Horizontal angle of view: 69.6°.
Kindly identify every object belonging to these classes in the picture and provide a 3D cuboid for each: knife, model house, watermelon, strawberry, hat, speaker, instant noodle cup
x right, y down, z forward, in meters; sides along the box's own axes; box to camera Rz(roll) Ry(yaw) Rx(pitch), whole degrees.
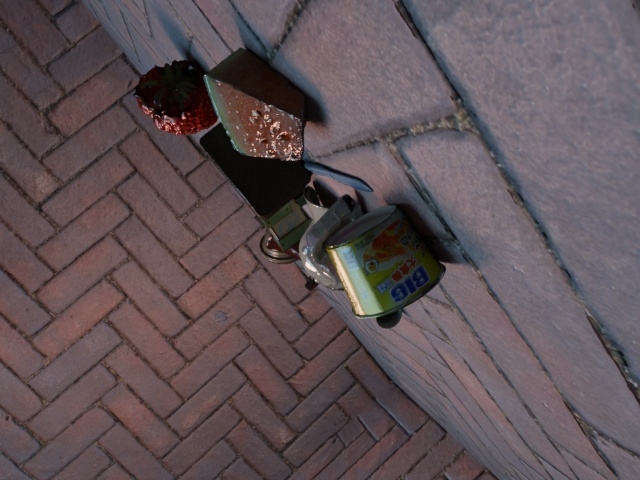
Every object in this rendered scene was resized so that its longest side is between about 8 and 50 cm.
[{"bbox_3d":[0.033,-0.146,1.059,0.044,0.019,0.313,46,174,-29],"label":"knife"},{"bbox_3d":[-0.118,-0.086,1.522,0.206,0.178,0.271,57,168,-10],"label":"model house"},{"bbox_3d":[-0.097,-0.257,0.937,0.257,0.140,0.192,31,157,37],"label":"watermelon"},{"bbox_3d":[-0.452,-0.450,1.507,0.261,0.261,0.257,46,164,21],"label":"strawberry"},{"bbox_3d":[0.006,-0.001,1.316,0.258,0.168,0.301,37,161,40],"label":"hat"},{"bbox_3d":[-0.056,0.080,1.788,0.329,0.259,0.198,45,-155,7],"label":"speaker"},{"bbox_3d":[0.110,0.034,0.880,0.153,0.205,0.205,57,170,-11],"label":"instant noodle cup"}]

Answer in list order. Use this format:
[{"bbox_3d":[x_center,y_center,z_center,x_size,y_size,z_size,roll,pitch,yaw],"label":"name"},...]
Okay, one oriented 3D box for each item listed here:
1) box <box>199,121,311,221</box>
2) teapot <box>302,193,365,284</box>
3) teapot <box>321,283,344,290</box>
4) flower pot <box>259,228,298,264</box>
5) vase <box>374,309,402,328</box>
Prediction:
[{"bbox_3d":[-0.175,-0.211,1.277,0.273,0.184,0.143,50,175,-1],"label":"box"},{"bbox_3d":[0.055,0.016,1.098,0.163,0.178,0.221,48,170,7],"label":"teapot"},{"bbox_3d":[0.078,0.143,1.897,0.108,0.149,0.111,31,-156,19],"label":"teapot"},{"bbox_3d":[-0.172,-0.013,2.138,0.235,0.236,0.140,43,146,37],"label":"flower pot"},{"bbox_3d":[0.194,0.225,1.606,0.096,0.096,0.219,52,174,-18],"label":"vase"}]
